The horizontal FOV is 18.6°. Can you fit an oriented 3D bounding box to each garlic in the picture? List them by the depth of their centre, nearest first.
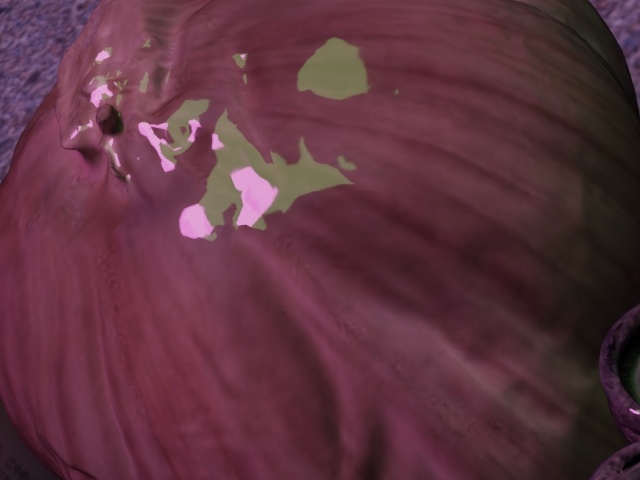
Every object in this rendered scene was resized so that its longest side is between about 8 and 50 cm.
[{"bbox_3d":[0.000,0.000,0.799,0.317,0.259,0.317,-32,39,30],"label":"garlic"}]

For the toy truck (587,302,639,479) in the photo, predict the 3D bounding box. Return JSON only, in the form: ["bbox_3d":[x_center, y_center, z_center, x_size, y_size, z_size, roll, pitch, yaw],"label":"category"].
[{"bbox_3d":[0.197,0.063,0.685,0.178,0.176,0.363,-3,48,17],"label":"toy truck"}]

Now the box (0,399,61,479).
[{"bbox_3d":[-0.241,0.061,0.955,0.145,0.173,0.333,-38,41,-4],"label":"box"}]
